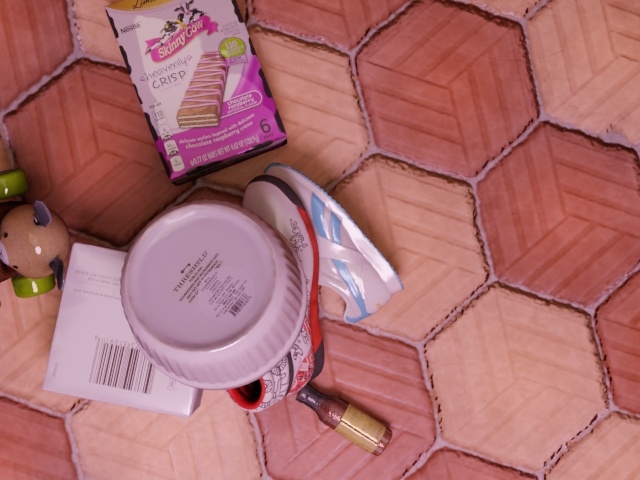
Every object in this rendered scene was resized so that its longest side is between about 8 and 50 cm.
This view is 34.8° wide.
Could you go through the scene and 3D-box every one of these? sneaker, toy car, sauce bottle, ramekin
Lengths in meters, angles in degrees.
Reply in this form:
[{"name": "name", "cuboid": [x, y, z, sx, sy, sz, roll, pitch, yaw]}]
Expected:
[{"name": "sneaker", "cuboid": [0.000, 0.000, 1.274, 0.092, 0.087, 0.229, -41, 88, -1]}, {"name": "toy car", "cuboid": [-0.352, 0.006, 1.179, 0.149, 0.188, 0.155, -23, 108, -37]}, {"name": "sauce bottle", "cuboid": [0.029, 0.223, 1.287, 0.128, 0.042, 0.042, 35, 86, -1]}, {"name": "sneaker", "cuboid": [-0.072, 0.067, 1.206, 0.090, 0.145, 0.270, 2, 108, 34]}, {"name": "ramekin", "cuboid": [-0.120, 0.052, 1.114, 0.207, 0.109, 0.207, -1, 73, 4]}]

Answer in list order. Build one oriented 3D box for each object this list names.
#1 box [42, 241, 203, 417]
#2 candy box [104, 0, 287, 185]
[{"name": "box", "cuboid": [-0.221, 0.107, 1.240, 0.180, 0.119, 0.182, 11, 86, -2]}, {"name": "candy box", "cuboid": [-0.154, -0.206, 1.282, 0.159, 0.071, 0.234, -21, 88, -3]}]
